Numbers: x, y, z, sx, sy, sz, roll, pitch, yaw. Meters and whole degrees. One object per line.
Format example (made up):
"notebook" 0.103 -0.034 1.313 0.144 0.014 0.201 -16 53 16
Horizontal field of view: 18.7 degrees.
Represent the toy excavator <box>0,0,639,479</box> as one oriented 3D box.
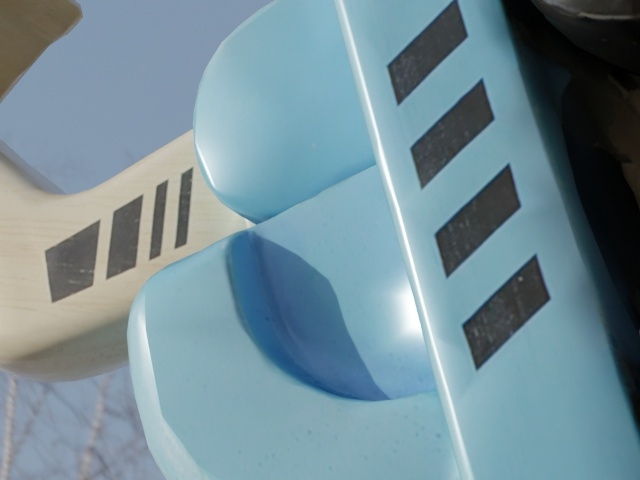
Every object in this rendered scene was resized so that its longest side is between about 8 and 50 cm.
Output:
"toy excavator" 0.000 0.000 0.642 0.445 0.433 0.222 -27 -31 21
